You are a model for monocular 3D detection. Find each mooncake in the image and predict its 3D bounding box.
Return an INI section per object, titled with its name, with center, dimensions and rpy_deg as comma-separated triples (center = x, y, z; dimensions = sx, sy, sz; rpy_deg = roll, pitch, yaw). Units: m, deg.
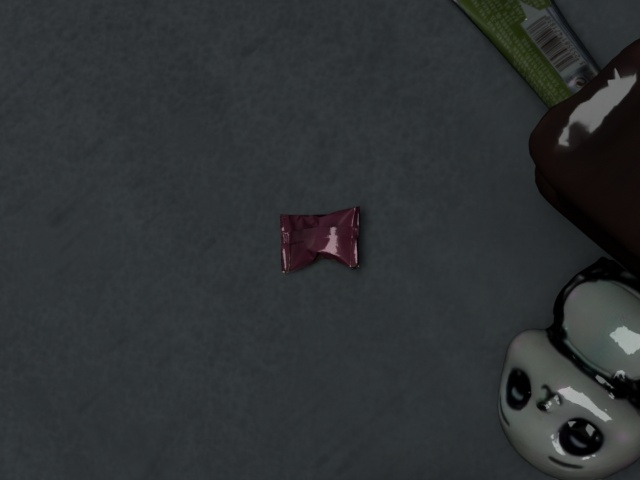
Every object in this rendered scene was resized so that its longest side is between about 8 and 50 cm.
[mooncake]
center = 0.301, -0.041, 1.272
dimensions = 0.174, 0.326, 0.334
rpy_deg = -51, 51, 6

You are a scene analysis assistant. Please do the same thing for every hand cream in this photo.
[hand cream]
center = 0.189, -0.193, 1.462
dimensions = 0.086, 0.055, 0.235
rpy_deg = -38, 68, 8

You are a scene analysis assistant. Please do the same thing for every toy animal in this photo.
[toy animal]
center = 0.238, 0.125, 1.363
dimensions = 0.179, 0.138, 0.166
rpy_deg = -46, 58, 2

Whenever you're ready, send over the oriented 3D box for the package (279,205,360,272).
[package]
center = 0.000, 0.000, 1.503
dimensions = 0.083, 0.029, 0.059
rpy_deg = -4, 80, 25
